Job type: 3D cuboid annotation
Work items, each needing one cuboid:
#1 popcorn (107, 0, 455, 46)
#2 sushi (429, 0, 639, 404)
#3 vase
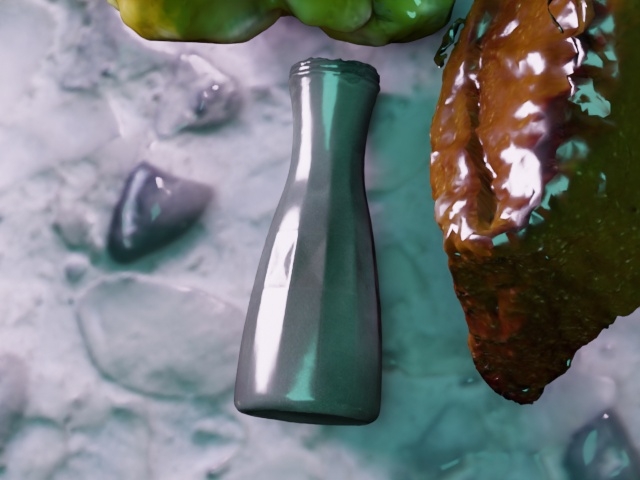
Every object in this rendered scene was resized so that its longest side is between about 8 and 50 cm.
[{"bbox_3d":[-0.031,-0.207,0.857,0.237,0.206,0.252,-35,93,-11],"label":"popcorn"},{"bbox_3d":[0.164,-0.062,0.804,0.166,0.179,0.296,-7,63,56],"label":"sushi"},{"bbox_3d":[0.000,0.000,0.880,0.086,0.086,0.214,2,77,13],"label":"vase"}]
